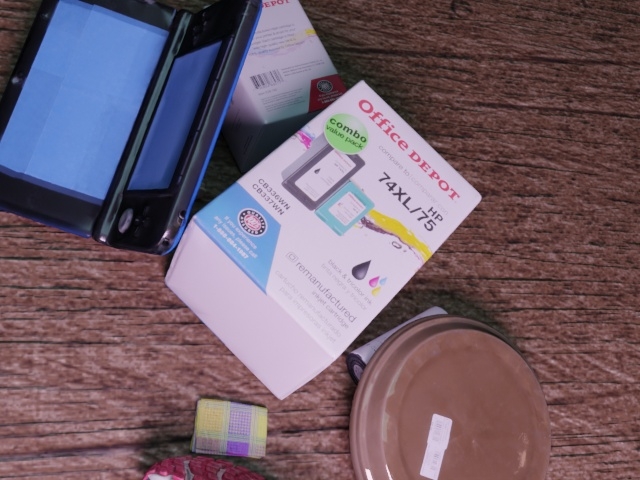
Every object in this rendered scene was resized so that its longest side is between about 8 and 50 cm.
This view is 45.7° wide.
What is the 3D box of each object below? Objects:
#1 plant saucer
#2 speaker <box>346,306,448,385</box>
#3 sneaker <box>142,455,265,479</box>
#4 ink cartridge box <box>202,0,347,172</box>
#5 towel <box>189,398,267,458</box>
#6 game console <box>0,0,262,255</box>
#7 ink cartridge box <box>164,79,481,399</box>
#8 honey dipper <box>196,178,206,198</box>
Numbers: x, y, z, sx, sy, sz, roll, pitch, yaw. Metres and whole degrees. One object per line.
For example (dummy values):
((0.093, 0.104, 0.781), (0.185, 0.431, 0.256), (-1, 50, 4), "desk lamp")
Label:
((0.163, 0.223, 0.879), (0.277, 0.041, 0.278), (5, 78, -24), "plant saucer")
((0.101, 0.131, 0.921), (0.136, 0.055, 0.055), (-25, 78, -28), "speaker")
((-0.056, 0.320, 0.752), (0.299, 0.121, 0.112), (34, 91, 6), "sneaker")
((-0.069, -0.203, 0.966), (0.128, 0.127, 0.176), (-20, 76, -25), "ink cartridge box")
((-0.100, 0.208, 0.840), (0.083, 0.009, 0.060), (10, 64, -16), "towel")
((-0.225, -0.151, 0.814), (0.173, 0.250, 0.293), (23, 80, -31), "game console")
((0.000, 0.000, 0.860), (0.198, 0.197, 0.270), (44, 60, 3), "ink cartridge box")
((-0.169, -0.128, 0.956), (0.030, 0.030, 0.161), (-3, 64, -21), "honey dipper")
